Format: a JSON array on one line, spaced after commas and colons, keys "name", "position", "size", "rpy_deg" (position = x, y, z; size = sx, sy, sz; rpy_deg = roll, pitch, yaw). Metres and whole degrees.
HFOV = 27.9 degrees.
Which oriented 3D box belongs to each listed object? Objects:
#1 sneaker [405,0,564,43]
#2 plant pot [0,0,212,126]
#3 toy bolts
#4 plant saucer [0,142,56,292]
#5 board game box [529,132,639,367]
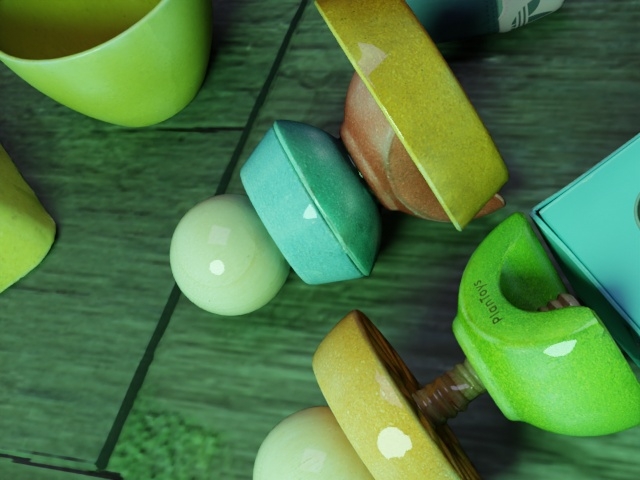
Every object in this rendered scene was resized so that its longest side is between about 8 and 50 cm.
[{"name": "sneaker", "position": [0.079, -0.264, 0.713], "size": [0.131, 0.112, 0.319], "rpy_deg": [3, 87, 2]}, {"name": "plant pot", "position": [-0.115, -0.122, 0.744], "size": [0.134, 0.095, 0.134], "rpy_deg": [-12, 52, 15]}, {"name": "toy bolts", "position": [0.000, 0.000, 0.554], "size": [0.158, 0.218, 0.228], "rpy_deg": [-32, 31, 5]}, {"name": "plant saucer", "position": [-0.370, -0.016, 0.784], "size": [0.333, 0.081, 0.333], "rpy_deg": [-36, 50, -6]}, {"name": "board game box", "position": [0.275, 0.036, 0.458], "size": [0.253, 0.079, 0.336], "rpy_deg": [-37, 49, 3]}]
